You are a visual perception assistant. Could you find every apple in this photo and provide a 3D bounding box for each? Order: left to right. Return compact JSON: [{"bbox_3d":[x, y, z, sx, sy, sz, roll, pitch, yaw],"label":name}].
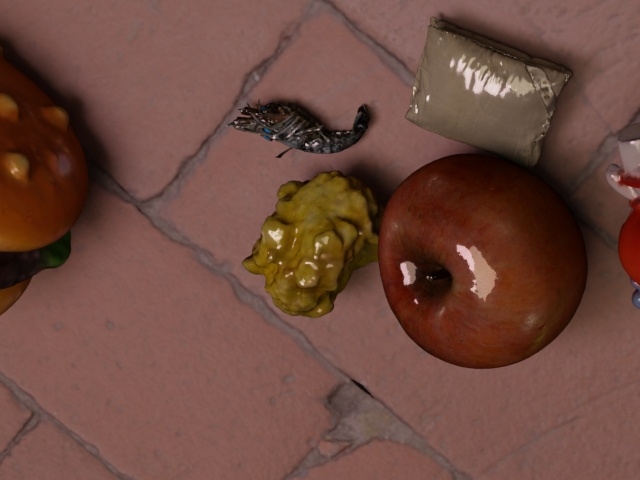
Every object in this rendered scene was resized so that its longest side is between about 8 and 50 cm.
[{"bbox_3d":[0.192,0.020,1.659,0.253,0.253,0.254,8,114,19],"label":"apple"}]

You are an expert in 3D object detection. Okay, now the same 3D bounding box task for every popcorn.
[{"bbox_3d":[-0.005,-0.002,1.757,0.155,0.197,0.197,46,121,2],"label":"popcorn"}]

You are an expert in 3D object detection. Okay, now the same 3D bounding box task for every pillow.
[{"bbox_3d":[0.189,-0.172,1.660,0.181,0.078,0.134,24,120,12],"label":"pillow"}]

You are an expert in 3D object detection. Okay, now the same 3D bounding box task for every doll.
[{"bbox_3d":[0.415,0.002,1.612,0.161,0.130,0.290,-12,112,24],"label":"doll"}]

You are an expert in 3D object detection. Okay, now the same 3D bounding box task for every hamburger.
[{"bbox_3d":[-0.487,-0.081,1.805,0.396,0.396,0.277,43,120,1],"label":"hamburger"}]

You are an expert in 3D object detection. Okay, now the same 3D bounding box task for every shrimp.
[{"bbox_3d":[-0.027,-0.134,1.766,0.174,0.082,0.076,6,109,13],"label":"shrimp"}]
